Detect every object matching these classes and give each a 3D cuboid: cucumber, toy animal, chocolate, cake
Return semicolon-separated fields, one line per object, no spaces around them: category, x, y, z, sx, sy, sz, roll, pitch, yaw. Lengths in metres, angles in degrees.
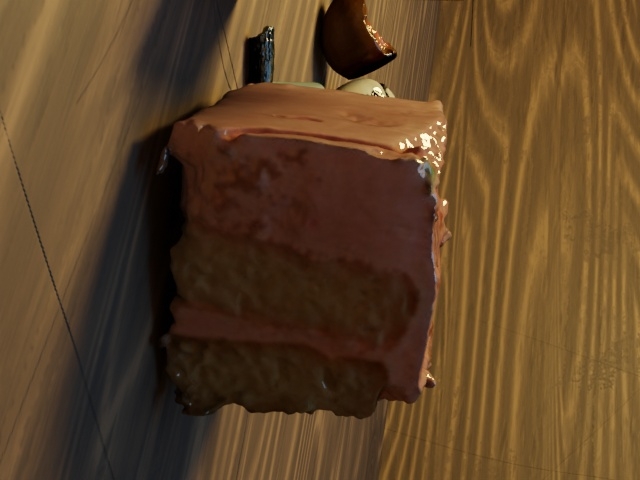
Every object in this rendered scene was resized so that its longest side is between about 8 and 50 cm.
cucumber;-0.076;-0.206;1.239;0.033;0.034;0.135;-62;155;-74
toy animal;0.074;-0.201;1.713;0.179;0.138;0.166;-44;121;-80
chocolate;0.059;-0.351;1.642;0.133;0.127;0.124;65;-28;7
cake;0.000;0.000;1.065;0.314;0.293;0.307;-72;166;-70

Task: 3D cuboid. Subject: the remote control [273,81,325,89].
remote control;-0.029;-0.182;1.436;0.293;0.051;0.103;-39;132;-76
